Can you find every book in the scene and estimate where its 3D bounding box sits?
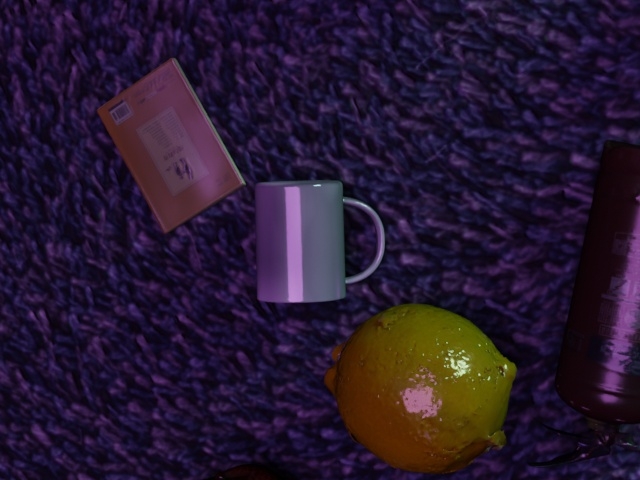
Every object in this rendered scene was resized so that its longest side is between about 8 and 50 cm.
[{"bbox_3d":[-0.176,-0.110,1.296,0.118,0.012,0.172,-30,85,16],"label":"book"}]

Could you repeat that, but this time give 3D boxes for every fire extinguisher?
[{"bbox_3d":[0.299,0.072,1.114,0.135,0.114,0.338,8,97,-5],"label":"fire extinguisher"}]

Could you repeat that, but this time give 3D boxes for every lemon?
[{"bbox_3d":[0.101,0.153,1.154,0.206,0.173,0.174,11,97,19],"label":"lemon"}]

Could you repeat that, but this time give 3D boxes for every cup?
[{"bbox_3d":[-0.008,0.000,1.225,0.099,0.136,0.133,2,95,50],"label":"cup"}]

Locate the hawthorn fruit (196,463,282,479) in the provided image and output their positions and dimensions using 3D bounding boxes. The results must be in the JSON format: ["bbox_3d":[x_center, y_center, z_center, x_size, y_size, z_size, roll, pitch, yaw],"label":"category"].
[{"bbox_3d":[-0.093,0.351,1.237,0.169,0.169,0.188,-19,92,17],"label":"hawthorn fruit"}]
